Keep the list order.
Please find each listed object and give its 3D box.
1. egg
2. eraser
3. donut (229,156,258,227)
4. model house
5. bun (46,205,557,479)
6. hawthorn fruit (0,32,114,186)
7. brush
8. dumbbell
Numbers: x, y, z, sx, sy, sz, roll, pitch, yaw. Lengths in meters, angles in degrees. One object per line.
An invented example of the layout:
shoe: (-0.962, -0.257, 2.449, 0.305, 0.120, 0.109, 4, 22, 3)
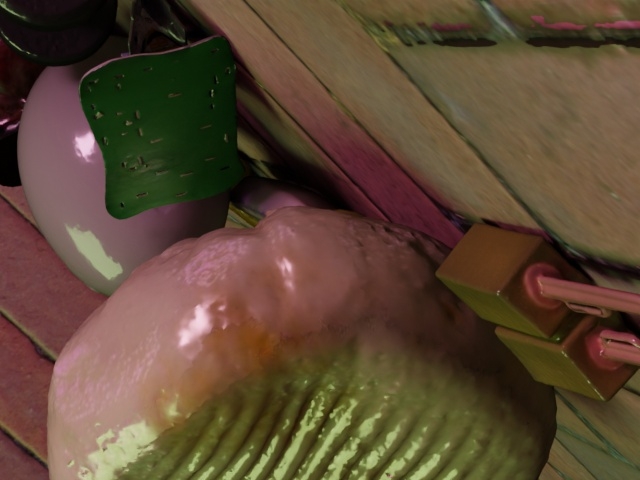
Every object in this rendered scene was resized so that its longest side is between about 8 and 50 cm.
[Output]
egg: (-0.162, -0.057, 1.260, 0.176, 0.176, 0.232, 69, -177, -74)
eraser: (0.001, -0.001, 1.272, 0.204, 0.059, 0.243, 42, 175, 8)
donut: (-0.068, -0.044, 1.453, 0.108, 0.043, 0.097, 42, 172, -1)
model house: (-0.125, -0.111, 1.121, 0.167, 0.117, 0.088, 84, 167, -52)
bun: (-0.013, 0.105, 1.099, 0.365, 0.365, 0.219, 51, -156, -47)
hawthorn fruit: (-0.285, -0.167, 1.426, 0.189, 0.189, 0.251, 50, -176, -43)
brush: (0.148, 0.046, 0.822, 0.103, 0.047, 0.233, 44, 172, -14)
dumbbell: (-0.196, -0.188, 1.086, 0.100, 0.100, 0.191, 43, 173, -4)
